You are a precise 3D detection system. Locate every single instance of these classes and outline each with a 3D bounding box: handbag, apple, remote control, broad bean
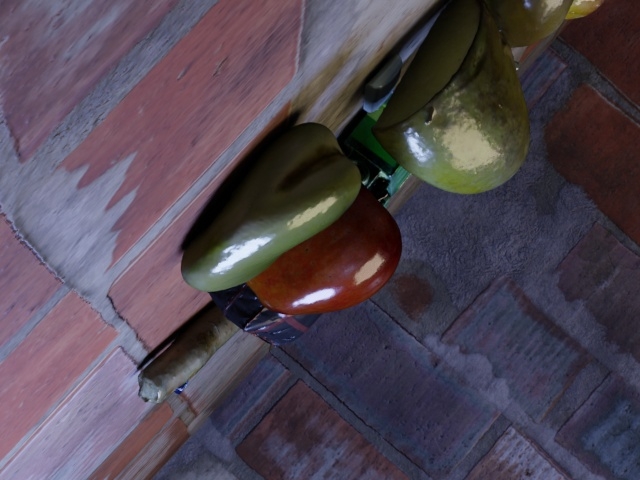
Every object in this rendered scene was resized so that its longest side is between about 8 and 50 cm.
[{"bbox_3d":[-0.054,0.050,1.976,0.215,0.155,0.169,-47,161,0],"label":"handbag"},{"bbox_3d":[0.000,0.000,1.780,0.234,0.234,0.234,-48,174,-6],"label":"apple"},{"bbox_3d":[0.090,-0.221,1.859,0.061,0.029,0.162,-47,174,-5],"label":"remote control"},{"bbox_3d":[-0.065,-0.022,1.584,0.263,0.121,0.189,-48,171,23],"label":"broad bean"}]

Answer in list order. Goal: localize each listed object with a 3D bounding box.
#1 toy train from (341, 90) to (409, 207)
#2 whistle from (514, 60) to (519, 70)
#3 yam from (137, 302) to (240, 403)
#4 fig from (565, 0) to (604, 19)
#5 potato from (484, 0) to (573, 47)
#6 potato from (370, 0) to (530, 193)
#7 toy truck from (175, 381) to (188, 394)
[{"bbox_3d":[0.088,-0.125,2.066,0.202,0.120,0.301,-52,174,-1],"label":"toy train"},{"bbox_3d":[0.243,-0.263,2.021,0.123,0.123,0.223,-47,-154,-14],"label":"whistle"},{"bbox_3d":[-0.194,0.163,2.106,0.317,0.067,0.071,-44,153,-49],"label":"yam"},{"bbox_3d":[0.368,-0.431,2.145,0.257,0.159,0.159,-21,157,-39],"label":"fig"},{"bbox_3d":[0.315,-0.385,1.967,0.200,0.137,0.155,125,-21,-51],"label":"potato"},{"bbox_3d":[0.235,-0.180,1.881,0.112,0.255,0.269,9,-119,49],"label":"potato"},{"bbox_3d":[-0.239,0.210,2.199,0.090,0.056,0.073,-61,-179,-11],"label":"toy truck"}]
